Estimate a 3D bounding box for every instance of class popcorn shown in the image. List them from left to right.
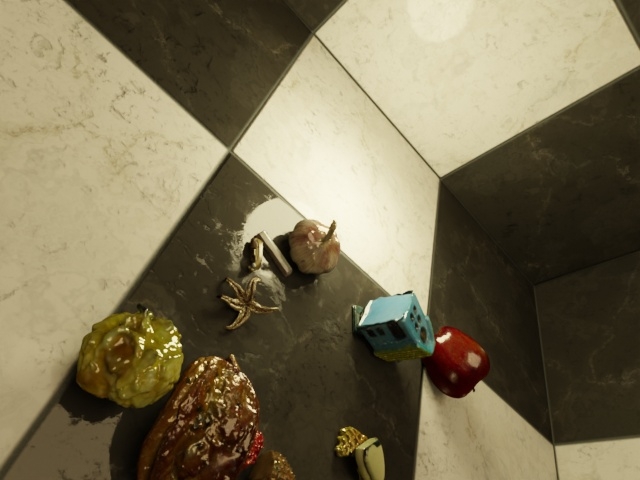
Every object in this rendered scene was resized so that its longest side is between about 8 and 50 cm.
[{"bbox_3d":[-0.460,0.284,1.086,0.249,0.225,0.249,33,5,-3],"label":"popcorn"}]

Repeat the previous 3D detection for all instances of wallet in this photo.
[{"bbox_3d":[0.176,0.349,1.914,0.088,0.026,0.129,28,48,-34],"label":"wallet"}]

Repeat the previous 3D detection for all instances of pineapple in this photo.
[{"bbox_3d":[-0.103,0.743,1.296,0.248,0.128,0.128,56,38,-14],"label":"pineapple"}]

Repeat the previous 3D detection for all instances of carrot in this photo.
[{"bbox_3d":[-0.256,0.440,1.375,0.042,0.042,0.171,-11,72,-50],"label":"carrot"}]

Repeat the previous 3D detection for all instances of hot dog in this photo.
[{"bbox_3d":[-0.310,0.494,1.145,0.267,0.174,0.388,40,49,-20],"label":"hot dog"}]

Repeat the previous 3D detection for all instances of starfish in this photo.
[{"bbox_3d":[-0.253,0.218,1.505,0.238,0.057,0.213,29,56,-28],"label":"starfish"}]

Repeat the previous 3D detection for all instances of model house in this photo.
[{"bbox_3d":[0.333,0.392,1.879,0.303,0.237,0.216,56,38,-21],"label":"model house"}]

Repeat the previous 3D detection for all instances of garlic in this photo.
[{"bbox_3d":[0.000,0.000,1.767,0.245,0.253,0.245,22,49,-27],"label":"garlic"}]

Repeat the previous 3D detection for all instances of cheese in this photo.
[{"bbox_3d":[0.192,0.836,1.542,0.127,0.054,0.252,-4,79,-49],"label":"cheese"}]

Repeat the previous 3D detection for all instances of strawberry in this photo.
[{"bbox_3d":[-0.233,0.599,1.268,0.188,0.082,0.121,-11,73,-47],"label":"strawberry"}]

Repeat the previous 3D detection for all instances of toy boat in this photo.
[{"bbox_3d":[-0.243,0.056,1.622,0.048,0.047,0.149,19,50,-23],"label":"toy boat"}]

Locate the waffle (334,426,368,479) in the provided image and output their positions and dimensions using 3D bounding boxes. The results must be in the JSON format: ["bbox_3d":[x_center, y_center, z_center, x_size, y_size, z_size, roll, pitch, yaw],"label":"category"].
[{"bbox_3d":[0.131,0.767,1.586,0.194,0.051,0.149,44,40,-21],"label":"waffle"}]

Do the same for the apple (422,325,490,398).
[{"bbox_3d":[0.638,0.574,2.083,0.288,0.288,0.317,-12,59,-50],"label":"apple"}]

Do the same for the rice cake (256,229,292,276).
[{"bbox_3d":[-0.177,0.051,1.706,0.047,0.036,0.207,-42,100,-39],"label":"rice cake"}]
